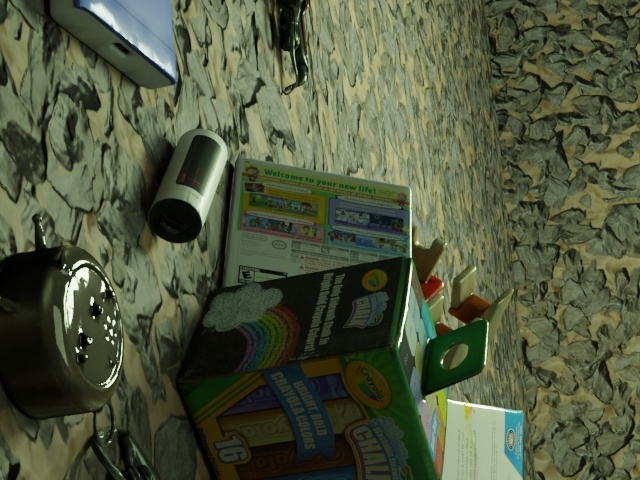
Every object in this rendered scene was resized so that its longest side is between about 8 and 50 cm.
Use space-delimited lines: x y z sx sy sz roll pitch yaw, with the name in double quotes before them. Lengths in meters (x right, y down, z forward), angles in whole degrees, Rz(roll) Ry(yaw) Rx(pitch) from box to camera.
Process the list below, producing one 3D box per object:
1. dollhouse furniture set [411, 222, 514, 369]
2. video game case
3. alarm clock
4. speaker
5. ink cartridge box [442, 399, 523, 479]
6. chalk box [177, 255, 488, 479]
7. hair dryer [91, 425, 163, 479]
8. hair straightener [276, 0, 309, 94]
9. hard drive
"dollhouse furniture set" 0.051 0.091 1.618 0.259 0.262 0.135 -36 150 -43
"video game case" 0.000 0.000 1.547 0.023 0.212 0.193 110 -14 -51
"alarm clock" -0.191 0.085 1.051 0.129 0.064 0.192 -79 158 -53
"speaker" -0.131 -0.055 1.360 0.136 0.055 0.055 -76 153 -55
"ink cartridge box" 0.122 0.285 1.690 0.232 0.168 0.171 17 73 -50
"chalk box" 0.032 0.143 1.385 0.180 0.289 0.179 -73 150 -58
"hair dryer" -0.105 0.286 1.198 0.293 0.080 0.224 46 37 -65
"hair straightener" -0.049 -0.311 1.862 0.089 0.047 0.230 41 46 -67
"hard drive" -0.201 -0.328 1.295 0.210 0.040 0.319 36 47 -69
